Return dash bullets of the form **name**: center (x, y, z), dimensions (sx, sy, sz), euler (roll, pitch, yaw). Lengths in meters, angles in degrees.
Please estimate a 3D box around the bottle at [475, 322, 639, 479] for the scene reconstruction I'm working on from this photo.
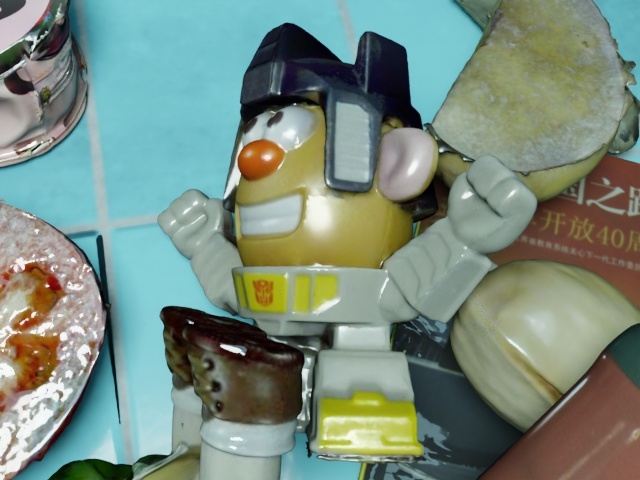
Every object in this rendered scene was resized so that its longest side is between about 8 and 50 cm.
- **bottle**: center (0.110, 0.208, 0.399), dimensions (0.144, 0.144, 0.336), euler (45, 102, 13)

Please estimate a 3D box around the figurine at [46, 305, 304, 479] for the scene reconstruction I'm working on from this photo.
- **figurine**: center (-0.103, 0.222, 0.386), dimensions (0.167, 0.281, 0.369), euler (20, 86, -29)

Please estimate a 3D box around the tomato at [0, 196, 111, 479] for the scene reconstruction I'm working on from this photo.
- **tomato**: center (-0.260, 0.076, 0.510), dimensions (0.225, 0.085, 0.224), euler (3, 68, -8)

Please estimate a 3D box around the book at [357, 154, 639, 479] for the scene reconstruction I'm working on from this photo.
- **book**: center (0.189, 0.085, 0.580), dimensions (0.263, 0.028, 0.373), euler (15, 67, 3)

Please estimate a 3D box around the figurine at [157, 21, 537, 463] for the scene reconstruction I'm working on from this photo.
- **figurine**: center (-0.002, 0.001, 0.507), dimensions (0.309, 0.143, 0.308), euler (-5, 77, 19)

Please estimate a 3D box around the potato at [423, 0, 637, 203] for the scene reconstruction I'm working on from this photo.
- **potato**: center (0.175, -0.117, 0.598), dimensions (0.138, 0.098, 0.243), euler (25, 64, 8)

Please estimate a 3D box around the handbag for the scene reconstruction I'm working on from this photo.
- **handbag**: center (-0.288, -0.173, 0.593), dimensions (0.179, 0.116, 0.205), euler (-28, 72, -17)

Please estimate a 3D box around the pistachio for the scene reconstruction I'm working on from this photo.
- **pistachio**: center (0.171, 0.087, 0.495), dimensions (0.185, 0.124, 0.124), euler (38, 69, 5)

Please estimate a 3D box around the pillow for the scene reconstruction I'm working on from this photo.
- **pillow**: center (0.225, -0.186, 0.682), dimensions (0.093, 0.051, 0.241), euler (-32, 71, -20)
